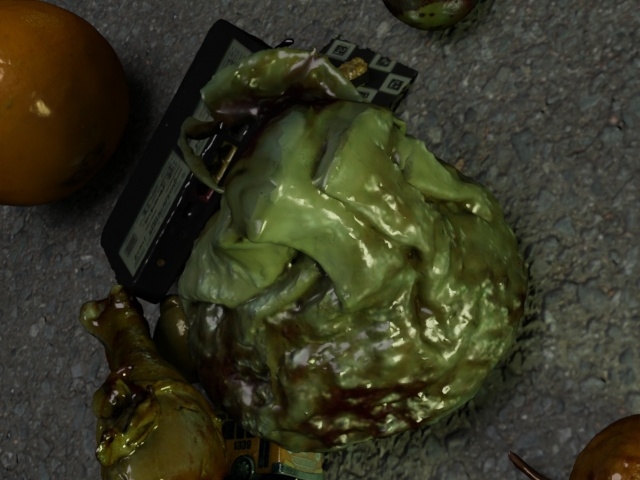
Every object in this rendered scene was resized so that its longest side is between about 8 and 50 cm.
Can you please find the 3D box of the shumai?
[{"bbox_3d":[0.000,0.000,1.180,0.395,0.348,0.395,-10,53,14],"label":"shumai"}]

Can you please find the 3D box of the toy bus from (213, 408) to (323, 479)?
[{"bbox_3d":[-0.087,0.241,1.339,0.182,0.091,0.103,-11,66,34],"label":"toy bus"}]

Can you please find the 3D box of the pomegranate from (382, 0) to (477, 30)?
[{"bbox_3d":[0.120,-0.328,1.405,0.169,0.148,0.148,6,74,50],"label":"pomegranate"}]

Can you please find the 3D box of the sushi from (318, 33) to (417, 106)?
[{"bbox_3d":[0.013,-0.184,1.423,0.139,0.031,0.201,27,63,28],"label":"sushi"}]

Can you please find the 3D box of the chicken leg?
[{"bbox_3d":[-0.180,0.199,1.264,0.140,0.211,0.361,-14,22,-5],"label":"chicken leg"}]

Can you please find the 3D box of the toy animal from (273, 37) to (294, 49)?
[{"bbox_3d":[-0.046,-0.129,1.470,0.195,0.090,0.324,-45,49,8],"label":"toy animal"}]

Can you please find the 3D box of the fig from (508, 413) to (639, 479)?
[{"bbox_3d":[0.261,0.243,1.069,0.201,0.134,0.146,-20,29,51],"label":"fig"}]

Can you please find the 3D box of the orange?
[{"bbox_3d":[-0.433,-0.199,1.657,0.312,0.312,0.312,-16,62,31],"label":"orange"}]

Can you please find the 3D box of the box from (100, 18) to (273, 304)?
[{"bbox_3d":[-0.167,-0.105,1.466,0.350,0.058,0.211,-59,29,9],"label":"box"}]

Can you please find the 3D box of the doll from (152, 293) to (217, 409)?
[{"bbox_3d":[-0.113,0.140,1.421,0.210,0.097,0.137,17,113,25],"label":"doll"}]
